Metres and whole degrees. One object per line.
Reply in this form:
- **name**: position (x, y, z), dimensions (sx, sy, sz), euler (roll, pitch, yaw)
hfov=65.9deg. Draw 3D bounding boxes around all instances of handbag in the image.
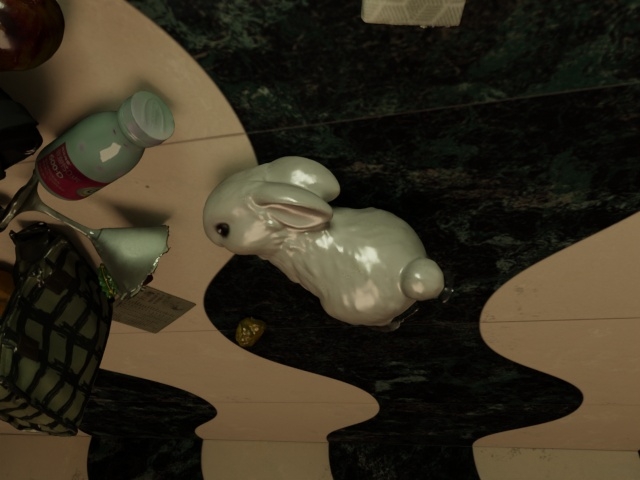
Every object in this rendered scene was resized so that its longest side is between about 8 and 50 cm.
- **handbag**: position (-0.546, 0.187, 0.975), dimensions (0.162, 0.326, 0.327), euler (5, 147, -4)

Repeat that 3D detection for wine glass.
- **wine glass**: position (-0.389, -0.017, 0.820), dimensions (0.156, 0.156, 0.232), euler (-26, 132, 38)

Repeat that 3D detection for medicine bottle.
- **medicine bottle**: position (-0.297, -0.128, 0.679), dimensions (0.216, 0.091, 0.090), euler (-19, 140, 32)

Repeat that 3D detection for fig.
- **fig**: position (-0.354, -0.225, 0.532), dimensions (0.154, 0.103, 0.109), euler (-22, 117, 35)

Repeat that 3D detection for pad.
- **pad**: position (-0.437, 0.178, 1.235), dimensions (0.159, 0.009, 0.265), euler (25, 142, -29)

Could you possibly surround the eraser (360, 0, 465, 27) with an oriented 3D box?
- **eraser**: position (0.086, -0.340, 0.305), dimensions (0.098, 0.097, 0.404), euler (4, 147, 3)

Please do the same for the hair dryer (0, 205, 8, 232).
- **hair dryer**: position (-0.635, -0.105, 0.805), dimensions (0.195, 0.075, 0.219), euler (13, 137, 4)

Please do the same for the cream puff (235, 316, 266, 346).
- **cream puff**: position (-0.178, 0.224, 1.232), dimensions (0.058, 0.083, 0.083), euler (44, 168, 21)

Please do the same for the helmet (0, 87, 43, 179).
- **helmet**: position (-0.472, -0.129, 0.578), dimensions (0.278, 0.230, 0.161), euler (-15, 109, 49)

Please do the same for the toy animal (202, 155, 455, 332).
- **toy animal**: position (0.000, 0.000, 0.767), dimensions (0.357, 0.194, 0.257), euler (29, 151, -19)

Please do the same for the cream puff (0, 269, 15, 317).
- **cream puff**: position (-0.817, 0.189, 1.104), dimensions (0.342, 0.231, 0.327), euler (-2, 143, 10)

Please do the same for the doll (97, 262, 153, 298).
- **doll**: position (-0.404, 0.081, 1.023), dimensions (0.112, 0.077, 0.078), euler (-2, 137, 9)
